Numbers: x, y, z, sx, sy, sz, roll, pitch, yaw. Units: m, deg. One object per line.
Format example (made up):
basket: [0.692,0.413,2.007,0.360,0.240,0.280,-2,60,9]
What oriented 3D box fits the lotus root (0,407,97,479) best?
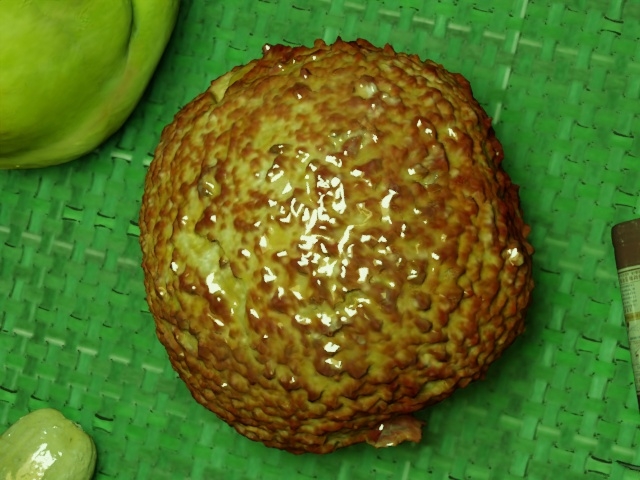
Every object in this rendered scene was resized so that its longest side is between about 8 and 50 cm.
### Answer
lotus root: [-0.267,0.226,1.253,0.090,0.077,0.183,43,92,12]

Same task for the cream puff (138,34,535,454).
cream puff: [0.005,0.001,1.147,0.351,0.229,0.350,-1,87,12]

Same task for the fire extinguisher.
fire extinguisher: [0.272,0.097,1.169,0.099,0.071,0.231,-10,83,38]

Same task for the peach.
peach: [-0.280,-0.217,1.196,0.316,0.281,0.314,2,91,19]
